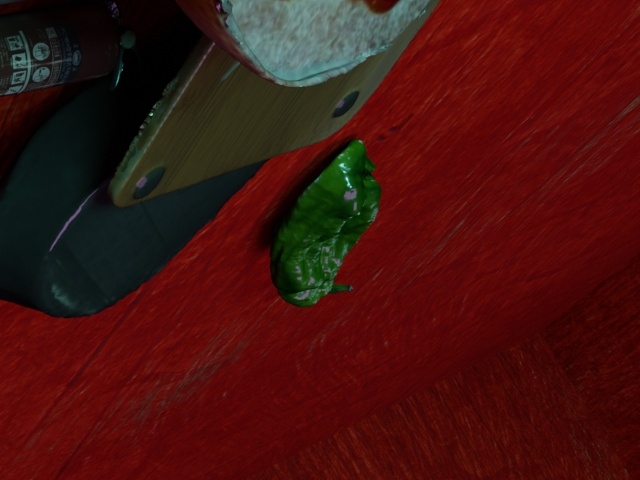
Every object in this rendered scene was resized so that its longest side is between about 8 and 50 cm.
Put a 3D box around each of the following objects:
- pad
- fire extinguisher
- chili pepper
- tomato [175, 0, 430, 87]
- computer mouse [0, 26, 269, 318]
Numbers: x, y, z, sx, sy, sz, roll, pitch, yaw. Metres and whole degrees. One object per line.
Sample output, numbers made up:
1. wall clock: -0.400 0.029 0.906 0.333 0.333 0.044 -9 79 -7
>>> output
1. pad: 0.019 -0.146 0.863 0.286 0.018 0.284 -52 166 29
2. fire extinguisher: -0.157 -0.100 0.775 0.158 0.043 0.064 -19 120 -43
3. chili pepper: 0.001 -0.005 1.386 0.100 0.074 0.257 -24 164 -24
4. tomato: -0.015 -0.171 0.598 0.228 0.112 0.199 -1 113 -60
5. computer mouse: -0.106 -0.065 0.935 0.295 0.087 0.168 -42 162 -10
